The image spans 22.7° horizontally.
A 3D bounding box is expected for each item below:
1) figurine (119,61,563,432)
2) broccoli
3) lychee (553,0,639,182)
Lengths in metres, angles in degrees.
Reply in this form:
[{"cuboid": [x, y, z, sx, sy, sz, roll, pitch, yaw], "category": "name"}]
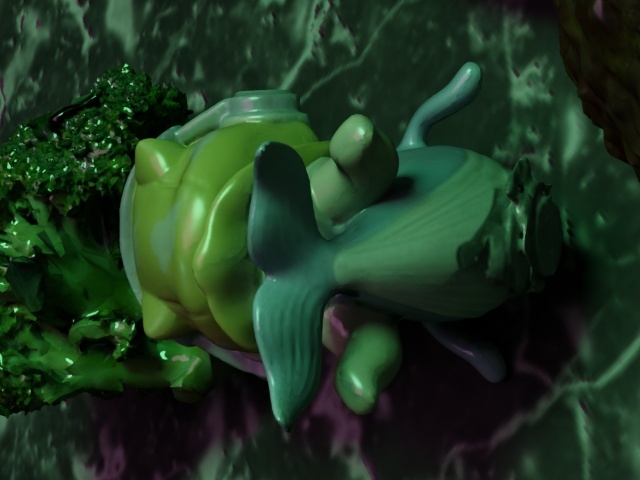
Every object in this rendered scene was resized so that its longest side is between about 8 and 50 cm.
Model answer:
[{"cuboid": [0.000, 0.000, 0.615, 0.183, 0.208, 0.128, -2, 96, 16], "category": "figurine"}, {"cuboid": [-0.104, 0.005, 0.764, 0.156, 0.195, 0.195, 15, 88, 23], "category": "broccoli"}, {"cuboid": [0.160, -0.069, 0.442, 0.194, 0.194, 0.195, -22, 60, 46], "category": "lychee"}]
